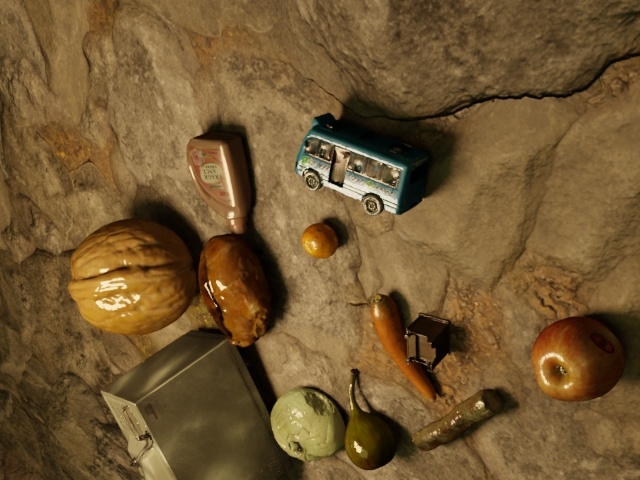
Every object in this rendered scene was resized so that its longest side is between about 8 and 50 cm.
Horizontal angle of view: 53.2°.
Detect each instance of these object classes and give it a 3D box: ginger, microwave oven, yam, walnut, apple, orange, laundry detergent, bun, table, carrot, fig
[{"bbox_3d":[-0.203,0.141,1.568,0.172,0.165,0.322,35,139,55],"label":"ginger"},{"bbox_3d":[-0.330,0.513,1.714,0.236,0.374,0.432,-5,112,50],"label":"microwave oven"},{"bbox_3d":[0.288,0.389,1.364,0.061,0.061,0.253,48,134,9],"label":"yam"},{"bbox_3d":[-0.496,0.096,1.681,0.332,0.332,0.333,19,123,32],"label":"walnut"},{"bbox_3d":[0.437,0.207,1.097,0.146,0.130,0.147,22,125,37],"label":"apple"},{"bbox_3d":[0.000,0.000,1.392,0.083,0.070,0.083,32,138,34],"label":"orange"},{"bbox_3d":[-0.242,-0.137,1.519,0.171,0.076,0.237,13,122,36],"label":"laundry detergent"},{"bbox_3d":[-0.041,0.481,1.647,0.221,0.108,0.221,19,122,32],"label":"bun"},{"bbox_3d":[0.216,0.210,1.314,0.070,0.082,0.083,12,119,34],"label":"table"},{"bbox_3d":[0.173,0.233,1.384,0.066,0.062,0.271,-24,102,-1],"label":"carrot"},{"bbox_3d":[0.097,0.424,1.516,0.124,0.124,0.237,-27,79,44],"label":"fig"}]

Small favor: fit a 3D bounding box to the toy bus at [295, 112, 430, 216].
[{"bbox_3d":[0.078,-0.145,1.222,0.246,0.113,0.134,25,122,26],"label":"toy bus"}]
